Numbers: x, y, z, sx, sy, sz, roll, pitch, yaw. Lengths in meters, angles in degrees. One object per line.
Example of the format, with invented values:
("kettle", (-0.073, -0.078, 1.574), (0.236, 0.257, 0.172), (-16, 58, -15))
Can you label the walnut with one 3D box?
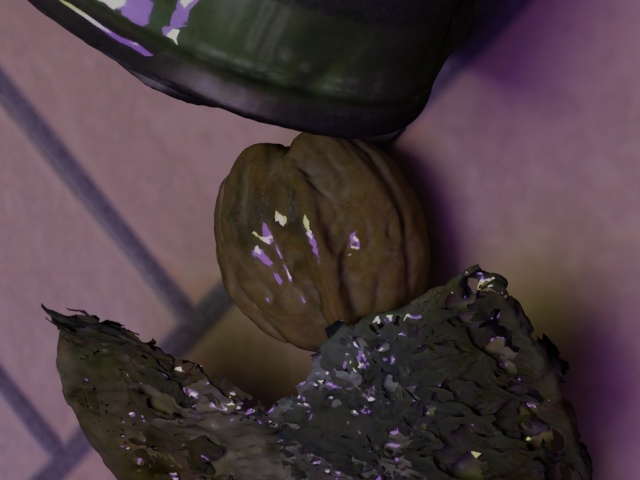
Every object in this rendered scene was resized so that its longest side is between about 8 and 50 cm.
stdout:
("walnut", (0.000, 0.000, 0.631), (0.092, 0.092, 0.092), (6, 103, 27))

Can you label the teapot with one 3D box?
("teapot", (-0.006, -0.201, 0.497), (0.337, 0.270, 0.200), (-62, 41, 25))

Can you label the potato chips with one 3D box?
("potato chips", (-0.003, 0.080, 0.627), (0.220, 0.029, 0.202), (10, 133, 15))
